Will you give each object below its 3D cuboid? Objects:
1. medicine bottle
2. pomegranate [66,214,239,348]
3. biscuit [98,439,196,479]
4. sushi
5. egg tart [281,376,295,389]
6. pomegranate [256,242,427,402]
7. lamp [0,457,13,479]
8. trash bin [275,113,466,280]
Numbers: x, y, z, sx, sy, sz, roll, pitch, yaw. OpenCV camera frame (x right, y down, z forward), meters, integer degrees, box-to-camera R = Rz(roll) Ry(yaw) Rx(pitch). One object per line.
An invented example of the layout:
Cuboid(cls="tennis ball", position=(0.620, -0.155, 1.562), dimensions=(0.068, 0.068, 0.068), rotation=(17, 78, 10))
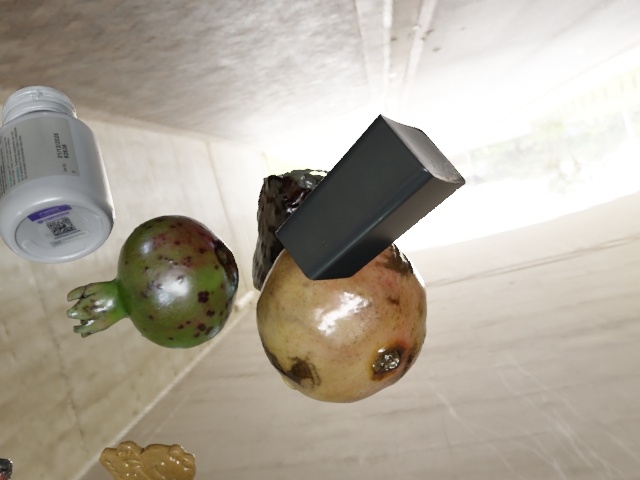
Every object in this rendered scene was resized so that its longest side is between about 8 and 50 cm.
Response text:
Cuboid(cls="medicine bottle", position=(-0.342, -0.090, 0.941), dimensions=(0.135, 0.215, 0.135), rotation=(-16, 146, -11))
Cuboid(cls="pomegranate", position=(-0.291, 0.103, 1.361), dimensions=(0.306, 0.242, 0.242), rotation=(-42, -176, 0))
Cuboid(cls="biscuit", position=(-0.295, 0.396, 1.293), dimensions=(0.184, 0.133, 0.027), rotation=(1, -143, 15))
Cuboid(cls="sushi", position=(-0.001, -0.002, 1.597), dimensions=(0.299, 0.294, 0.281), rotation=(4, -176, -39))
Cuboid(cls="egg tart", position=(-0.050, 0.244, 1.543), dimensions=(0.049, 0.129, 0.129), rotation=(-21, -178, 18))
Cuboid(cls="pomegranate", position=(0.037, 0.129, 1.294), dimensions=(0.322, 0.322, 0.322), rotation=(-15, -176, 1))
Cuboid(cls="lamp", position=(-0.388, 0.345, 0.774), dimensions=(0.118, 0.118, 0.253), rotation=(-15, -137, 2))
Cuboid(cls="trash bin", position=(0.068, -0.050, 1.049), dimensions=(0.225, 0.115, 0.165), rotation=(-45, 161, 20))
